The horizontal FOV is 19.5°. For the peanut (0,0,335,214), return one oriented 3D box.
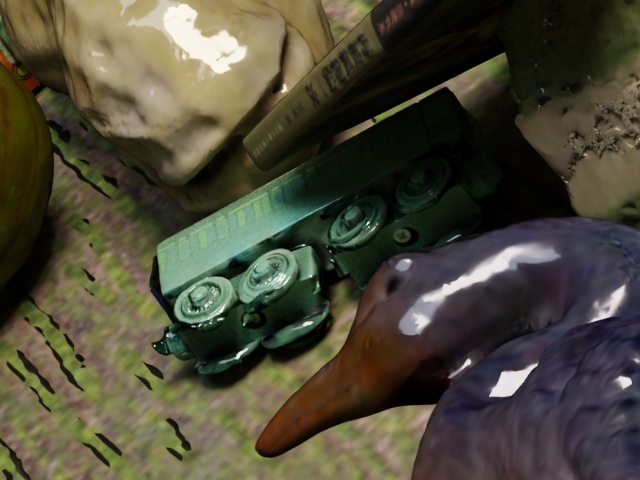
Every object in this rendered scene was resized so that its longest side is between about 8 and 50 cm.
[{"bbox_3d":[-0.075,-0.107,0.818,0.130,0.130,0.290,-37,33,-2],"label":"peanut"}]

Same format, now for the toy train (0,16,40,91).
[{"bbox_3d":[-0.186,-0.141,1.004,0.099,0.072,0.188,-45,35,-12],"label":"toy train"}]

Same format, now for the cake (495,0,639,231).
[{"bbox_3d":[0.176,-0.057,0.451,0.284,0.158,0.172,-26,1,18],"label":"cake"}]

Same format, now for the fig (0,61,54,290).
[{"bbox_3d":[-0.201,0.039,0.789,0.151,0.151,0.259,-2,73,40],"label":"fig"}]

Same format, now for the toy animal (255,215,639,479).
[{"bbox_3d":[0.074,0.102,0.432,0.185,0.122,0.298,-42,35,-10],"label":"toy animal"}]

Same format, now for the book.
[{"bbox_3d":[0.074,-0.092,0.616,0.160,0.024,0.228,-27,-3,-24],"label":"book"}]

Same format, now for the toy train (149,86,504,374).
[{"bbox_3d":[0.000,0.000,0.699,0.148,0.038,0.071,-28,31,12],"label":"toy train"}]
